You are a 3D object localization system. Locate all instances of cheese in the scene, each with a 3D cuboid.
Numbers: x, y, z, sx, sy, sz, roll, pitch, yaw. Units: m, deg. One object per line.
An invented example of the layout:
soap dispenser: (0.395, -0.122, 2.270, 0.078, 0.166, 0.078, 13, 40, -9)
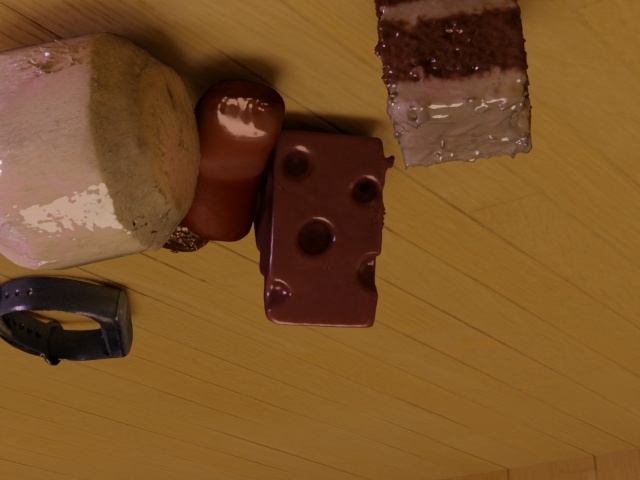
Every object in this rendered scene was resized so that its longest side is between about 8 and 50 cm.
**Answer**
cheese: (-0.003, -0.019, 1.432, 0.128, 0.202, 0.177, 1, -174, -9)

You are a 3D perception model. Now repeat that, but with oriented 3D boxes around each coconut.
coconut: (-0.235, -0.076, 1.204, 0.234, 0.224, 0.224, -4, 157, 9)

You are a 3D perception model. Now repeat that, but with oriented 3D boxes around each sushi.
sushi: (-0.173, -0.017, 1.537, 0.118, 0.061, 0.060, -1, 169, 5)

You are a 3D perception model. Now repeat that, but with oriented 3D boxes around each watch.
watch: (-0.363, 0.113, 1.842, 0.193, 0.068, 0.206, 4, 154, -2)

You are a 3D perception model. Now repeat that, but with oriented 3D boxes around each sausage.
sausage: (-0.097, -0.082, 1.358, 0.089, 0.083, 0.300, 15, 153, -4)

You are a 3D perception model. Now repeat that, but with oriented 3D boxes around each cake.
cake: (0.110, -0.149, 1.117, 0.135, 0.147, 0.135, -3, 159, 9)
